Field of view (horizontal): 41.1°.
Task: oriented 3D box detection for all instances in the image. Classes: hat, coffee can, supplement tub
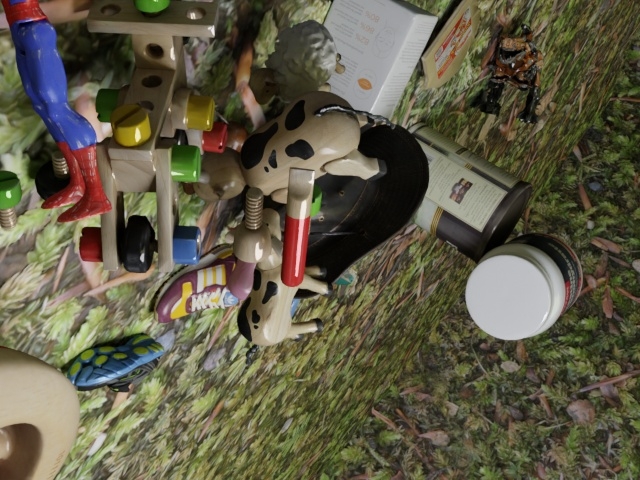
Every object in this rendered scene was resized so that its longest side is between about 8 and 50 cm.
[{"bbox_3d":[-0.019,-0.082,1.229,0.331,0.331,0.134,-51,129,-15],"label":"hat"},{"bbox_3d":[0.282,-0.101,1.827,0.201,0.275,0.202,-47,158,-25],"label":"coffee can"},{"bbox_3d":[0.419,0.091,1.750,0.272,0.191,0.191,-17,137,-61],"label":"supplement tub"}]

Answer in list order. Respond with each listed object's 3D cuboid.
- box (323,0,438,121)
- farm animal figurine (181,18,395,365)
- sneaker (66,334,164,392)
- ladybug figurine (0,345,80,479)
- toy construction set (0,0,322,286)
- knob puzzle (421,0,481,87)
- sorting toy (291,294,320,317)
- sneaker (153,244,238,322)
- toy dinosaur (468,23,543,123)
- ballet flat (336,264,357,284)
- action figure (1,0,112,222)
[{"bbox_3d":[0.070,-0.280,1.260,0.091,0.130,0.171,-21,140,-60],"label":"box"},{"bbox_3d":[-0.063,-0.065,1.039,0.172,0.330,0.327,12,133,-47],"label":"farm animal figurine"},{"bbox_3d":[-0.292,0.190,1.231,0.188,0.067,0.078,-11,125,-68],"label":"sneaker"},{"bbox_3d":[-0.426,0.220,0.813,0.305,0.161,0.449,-61,161,13],"label":"ladybug figurine"},{"bbox_3d":[-0.133,-0.111,0.829,0.257,0.308,0.237,-49,156,-44],"label":"toy construction set"},{"bbox_3d":[0.253,-0.384,1.684,0.213,0.030,0.213,-47,158,-26],"label":"knob puzzle"},{"bbox_3d":[0.000,0.000,1.557,0.348,0.047,0.196,-55,134,-5],"label":"sorting toy"},{"bbox_3d":[-0.173,0.077,1.311,0.185,0.083,0.070,-41,155,-38],"label":"sneaker"},{"bbox_3d":[0.486,-0.401,2.060,0.321,0.164,0.219,8,99,-46],"label":"toy dinosaur"},{"bbox_3d":[0.022,0.037,1.750,0.241,0.091,0.077,48,46,-74],"label":"ballet flat"},{"bbox_3d":[-0.264,-0.148,0.683,0.139,0.091,0.281,-16,111,-29],"label":"action figure"}]
